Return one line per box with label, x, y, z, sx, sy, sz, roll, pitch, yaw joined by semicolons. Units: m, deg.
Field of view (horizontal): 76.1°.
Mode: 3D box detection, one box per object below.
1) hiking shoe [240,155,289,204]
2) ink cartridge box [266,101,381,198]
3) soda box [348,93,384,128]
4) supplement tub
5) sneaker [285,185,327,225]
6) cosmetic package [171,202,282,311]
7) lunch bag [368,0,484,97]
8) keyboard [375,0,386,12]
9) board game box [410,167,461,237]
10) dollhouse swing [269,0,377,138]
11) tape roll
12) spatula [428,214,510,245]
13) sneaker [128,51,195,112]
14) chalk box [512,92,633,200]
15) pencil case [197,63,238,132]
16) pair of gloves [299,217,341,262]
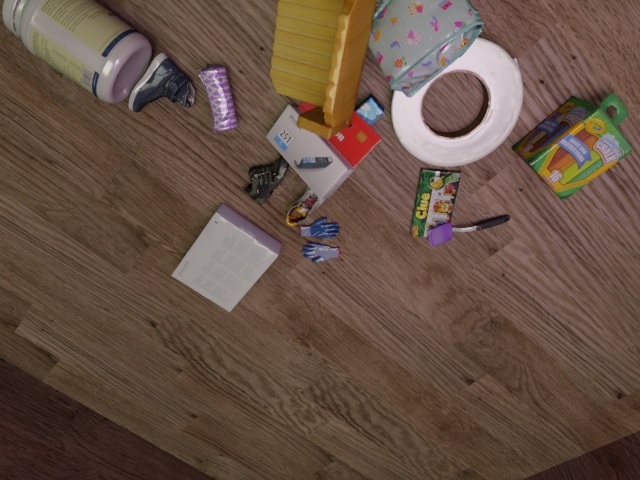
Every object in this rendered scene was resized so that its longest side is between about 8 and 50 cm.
hiking shoe;-0.195;-0.230;1.441;0.114;0.086;0.227;32;119;-15
ink cartridge box;0.001;-0.326;1.299;0.296;0.066;0.261;50;117;13
soda box;0.106;-0.374;1.329;0.210;0.071;0.067;-39;109;25
supplement tub;-0.704;-0.593;1.208;0.325;0.235;0.235;34;118;-12
sneaker;-0.042;-0.129;1.476;0.088;0.092;0.225;39;116;-15
cosmetic package;-0.377;0.078;1.633;0.284;0.097;0.377;35;118;-15
lunch bag;0.270;-0.560;1.094;0.262;0.160;0.223;-35;73;33
keyboard;0.237;-0.685;1.169;0.256;0.014;0.072;0;120;6
board game box;0.407;-0.128;1.460;0.136;0.030;0.259;5;120;6
dollhouse swing;-0.043;-0.506;1.096;0.305;0.315;0.346;19;120;11
tape roll;0.414;-0.423;1.265;0.392;0.072;0.391;3;119;5
spatula;0.536;-0.043;1.474;0.297;0.030;0.084;-13;126;6
sneaker;-0.516;-0.469;1.342;0.163;0.086;0.226;42;115;-13
chalk box;0.775;-0.300;1.229;0.180;0.179;0.289;38;117;-15
pencil case;-0.329;-0.460;1.323;0.088;0.086;0.206;-22;119;-20
pair of gloves;0.000;0.000;1.587;0.159;0.023;0.198;-2;120;6
